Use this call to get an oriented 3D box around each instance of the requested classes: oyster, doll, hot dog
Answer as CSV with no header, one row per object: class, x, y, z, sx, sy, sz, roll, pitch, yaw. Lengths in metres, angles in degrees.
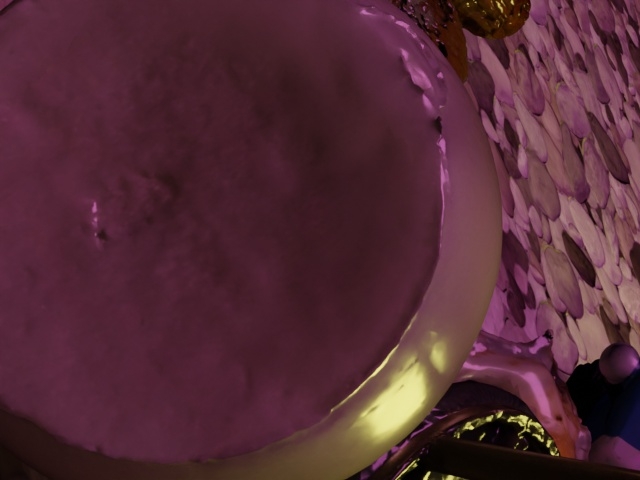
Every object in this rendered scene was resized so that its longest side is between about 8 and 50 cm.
oyster,0.145,0.158,1.558,0.271,0.100,0.275,41,32,-34
doll,0.362,0.211,1.768,0.284,0.240,0.310,32,-19,14
hot dog,0.146,-0.321,1.927,0.160,0.099,0.226,84,-13,-76

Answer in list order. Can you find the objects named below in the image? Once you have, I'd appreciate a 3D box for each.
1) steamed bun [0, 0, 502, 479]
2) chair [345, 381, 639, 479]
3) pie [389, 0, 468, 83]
steamed bun,-0.063,-0.007,0.989,0.206,0.324,0.324,42,29,-81
chair,0.196,0.287,1.053,0.362,0.410,0.364,28,85,-53
pie,0.033,-0.274,1.729,0.371,0.078,0.296,39,35,-46
